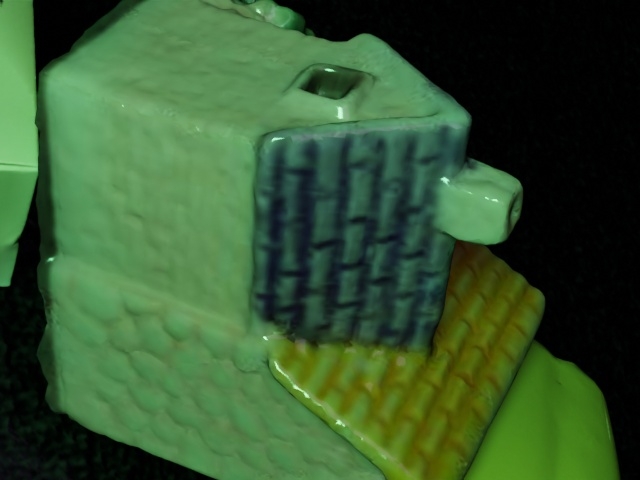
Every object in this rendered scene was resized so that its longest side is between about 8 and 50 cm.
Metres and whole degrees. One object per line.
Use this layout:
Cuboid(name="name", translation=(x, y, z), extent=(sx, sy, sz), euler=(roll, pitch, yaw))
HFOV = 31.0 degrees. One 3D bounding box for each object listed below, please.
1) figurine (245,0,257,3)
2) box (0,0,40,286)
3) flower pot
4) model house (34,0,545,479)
Cuboid(name="figurine", translation=(-0.099, -0.236, 0.746), extent=(0.103, 0.260, 0.205), euler=(4, 68, 20))
Cuboid(name="box", translation=(-0.217, -0.098, 0.657), extent=(0.095, 0.168, 0.212), euler=(0, 66, -19))
Cuboid(name="flower pot", translation=(0.093, 0.160, 0.682), extent=(0.195, 0.195, 0.179), euler=(33, 45, -8))
Cuboid(name="model house", translation=(0.000, 0.000, 0.621), extent=(0.237, 0.237, 0.202), euler=(20, 34, 19))
